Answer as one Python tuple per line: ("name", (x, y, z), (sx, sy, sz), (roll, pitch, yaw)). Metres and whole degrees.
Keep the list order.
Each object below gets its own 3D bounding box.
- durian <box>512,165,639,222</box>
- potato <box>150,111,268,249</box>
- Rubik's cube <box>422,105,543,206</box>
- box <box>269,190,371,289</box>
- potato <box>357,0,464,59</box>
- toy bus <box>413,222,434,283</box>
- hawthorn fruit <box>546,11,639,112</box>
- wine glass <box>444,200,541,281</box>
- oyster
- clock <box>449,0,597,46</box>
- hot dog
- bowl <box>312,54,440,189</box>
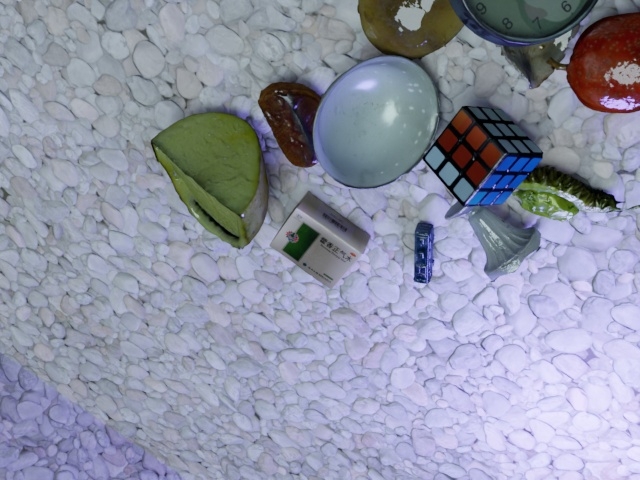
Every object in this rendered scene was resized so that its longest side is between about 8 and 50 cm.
("durian", (0.529, -0.109, 1.839), (0.375, 0.106, 0.132), (22, 135, 13))
("potato", (-0.234, -0.148, 2.097), (0.330, 0.213, 0.280), (40, 159, 20))
("Rubik's cube", (0.356, -0.183, 1.778), (0.163, 0.162, 0.160), (53, 126, 25))
("box", (0.000, 0.000, 2.149), (0.212, 0.095, 0.168), (35, 127, -4))
("potato", (0.189, -0.500, 1.705), (0.239, 0.116, 0.299), (46, 127, -6))
("toy bus", (0.263, 0.035, 2.077), (0.047, 0.065, 0.166), (8, 125, 17))
("hawthorn fruit", (0.574, -0.345, 1.594), (0.253, 0.205, 0.205), (1, 124, 29))
("wine glass", (0.405, -0.025, 1.919), (0.196, 0.165, 0.165), (47, 128, -8))
("oyster", (0.394, -0.502, 1.620), (0.204, 0.111, 0.396), (-37, 113, 4))
("clock", (0.386, -0.525, 1.520), (0.319, 0.066, 0.319), (-2, 105, -8))
("hot dog", (-0.058, -0.285, 1.965), (0.160, 0.099, 0.227), (-5, 122, 26))
("bowl", (0.100, -0.283, 1.846), (0.313, 0.146, 0.313), (-11, 119, -21))
